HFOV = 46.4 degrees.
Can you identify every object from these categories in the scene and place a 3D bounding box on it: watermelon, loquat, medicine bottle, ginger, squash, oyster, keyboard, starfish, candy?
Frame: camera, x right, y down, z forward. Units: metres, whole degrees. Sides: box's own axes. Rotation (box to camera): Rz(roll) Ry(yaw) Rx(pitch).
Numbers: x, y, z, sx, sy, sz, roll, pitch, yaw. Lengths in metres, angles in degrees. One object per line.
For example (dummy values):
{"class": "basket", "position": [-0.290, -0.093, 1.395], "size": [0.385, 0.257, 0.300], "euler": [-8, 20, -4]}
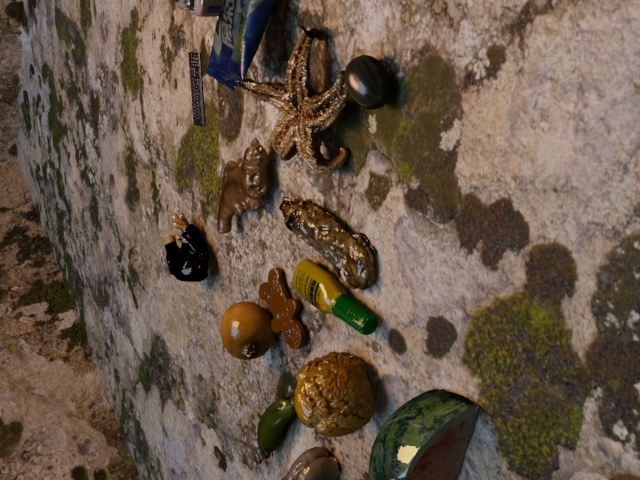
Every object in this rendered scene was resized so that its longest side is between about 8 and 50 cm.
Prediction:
{"class": "watermelon", "position": [0.087, -0.286, 1.360], "size": [0.110, 0.078, 0.078], "euler": [64, 146, 18]}
{"class": "loquat", "position": [-0.189, 0.233, 1.921], "size": [0.163, 0.137, 0.163], "euler": [-15, 72, 54]}
{"class": "medicine bottle", "position": [0.030, 0.126, 1.612], "size": [0.261, 0.064, 0.094], "euler": [33, 128, 47]}
{"class": "ginger", "position": [-0.193, -0.139, 1.855], "size": [0.333, 0.080, 0.166], "euler": [141, 127, -62]}
{"class": "squash", "position": [-0.119, 0.480, 1.966], "size": [0.071, 0.080, 0.318], "euler": [-79, 12, -45]}
{"class": "oyster", "position": [0.000, -0.002, 1.613], "size": [0.345, 0.079, 0.128], "euler": [40, 141, 40]}
{"class": "keyboard", "position": [-0.338, -0.411, 2.037], "size": [0.064, 0.010, 0.197], "euler": [22, 119, 50]}
{"class": "watermelon", "position": [0.188, 0.405, 1.411], "size": [0.180, 0.224, 0.305], "euler": [15, 120, 5]}
{"class": "starfish", "position": [-0.042, -0.285, 1.539], "size": [0.312, 0.113, 0.303], "euler": [27, 126, 40]}
{"class": "candy", "position": [-0.160, -0.491, 1.602], "size": [0.187, 0.077, 0.331], "euler": [37, 112, 54]}

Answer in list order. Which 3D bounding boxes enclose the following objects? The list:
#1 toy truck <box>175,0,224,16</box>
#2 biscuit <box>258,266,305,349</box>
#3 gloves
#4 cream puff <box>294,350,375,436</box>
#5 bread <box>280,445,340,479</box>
{"class": "toy truck", "position": [-0.249, -0.646, 1.710], "size": [0.155, 0.124, 0.267], "euler": [40, 132, 37]}
{"class": "biscuit", "position": [-0.088, 0.176, 1.840], "size": [0.205, 0.031, 0.138], "euler": [62, 140, 26]}
{"class": "gloves", "position": [-0.390, 0.014, 2.179], "size": [0.164, 0.124, 0.203], "euler": [-14, 66, 37]}
{"class": "cream puff", "position": [0.036, 0.317, 1.579], "size": [0.189, 0.189, 0.129], "euler": [58, 138, 28]}
{"class": "bread", "position": [-0.057, 0.661, 1.836], "size": [0.102, 0.183, 0.337], "euler": [35, 131, 36]}
